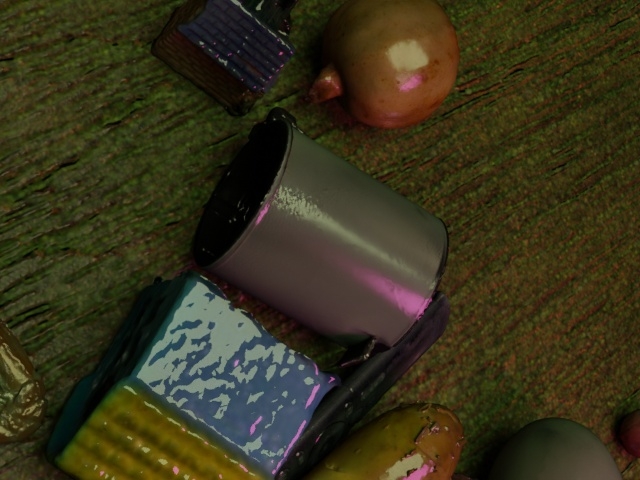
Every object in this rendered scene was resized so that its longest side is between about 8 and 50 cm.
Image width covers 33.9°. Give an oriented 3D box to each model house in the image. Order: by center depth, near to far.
[{"bbox_3d":[-0.159,0.214,1.240,0.237,0.215,0.303,38,67,-18],"label":"model house"},{"bbox_3d":[-0.096,-0.297,1.403,0.166,0.172,0.183,35,64,-17],"label":"model house"}]

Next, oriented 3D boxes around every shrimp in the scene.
[{"bbox_3d":[-0.385,0.152,1.226,0.099,0.041,0.180,-23,93,-16],"label":"shrimp"}]

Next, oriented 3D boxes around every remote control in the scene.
[{"bbox_3d":[0.047,0.212,1.418,0.044,0.107,0.377,32,56,26],"label":"remote control"}]

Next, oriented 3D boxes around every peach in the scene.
[{"bbox_3d":[0.517,0.309,1.670,0.083,0.083,0.083,7,76,-28],"label":"peach"}]

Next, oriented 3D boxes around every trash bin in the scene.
[{"bbox_3d":[0.000,0.000,1.365,0.262,0.217,0.277,30,57,-21],"label":"trash bin"}]

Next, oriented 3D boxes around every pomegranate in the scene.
[{"bbox_3d":[0.098,-0.261,1.487,0.207,0.207,0.207,7,76,-28],"label":"pomegranate"}]

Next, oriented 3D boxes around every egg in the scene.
[{"bbox_3d":[0.330,0.391,1.475,0.202,0.203,0.283,15,71,-26],"label":"egg"}]

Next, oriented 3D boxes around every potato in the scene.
[{"bbox_3d":[0.064,0.323,1.351,0.300,0.140,0.173,-36,134,-15],"label":"potato"}]

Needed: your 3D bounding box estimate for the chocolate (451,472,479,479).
[{"bbox_3d":[0.194,0.398,1.392,0.161,0.261,0.083,-57,136,-24],"label":"chocolate"}]
